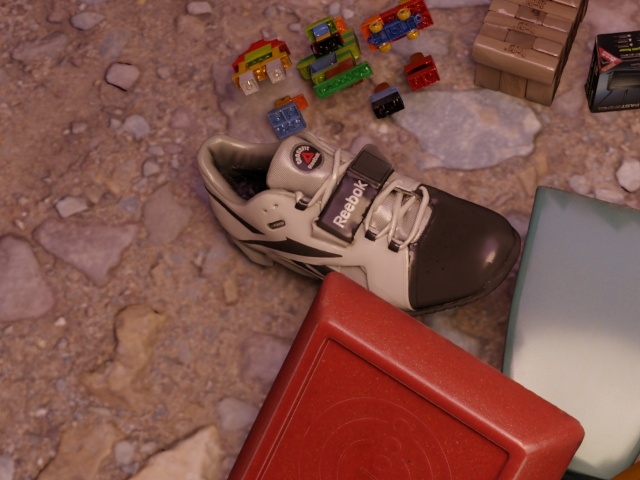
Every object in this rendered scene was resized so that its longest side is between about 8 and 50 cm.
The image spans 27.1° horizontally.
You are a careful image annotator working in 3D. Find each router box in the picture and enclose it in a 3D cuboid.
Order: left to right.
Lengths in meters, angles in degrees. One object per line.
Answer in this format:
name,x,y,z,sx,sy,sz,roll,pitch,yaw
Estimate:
router box,0.339,-0.176,1.365,0.122,0.092,0.038,-5,62,2

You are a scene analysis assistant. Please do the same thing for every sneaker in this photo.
sneaker,0.018,-0.027,1.220,0.330,0.146,0.122,11,61,32

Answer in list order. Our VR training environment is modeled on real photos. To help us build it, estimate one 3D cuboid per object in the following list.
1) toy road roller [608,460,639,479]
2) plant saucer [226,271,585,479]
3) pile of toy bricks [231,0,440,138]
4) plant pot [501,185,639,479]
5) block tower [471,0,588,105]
toy road roller,0.354,0.231,0.960,0.329,0.240,0.203,-24,86,-25
plant saucer,0.051,0.199,1.126,0.259,0.047,0.258,31,109,18
pile of toy bricks,0.021,-0.193,1.403,0.212,0.118,0.105,-22,33,10
plant pot,0.241,0.106,1.191,0.165,0.165,0.234,15,70,11
block tower,0.257,-0.300,1.437,0.091,0.097,0.335,19,63,13
